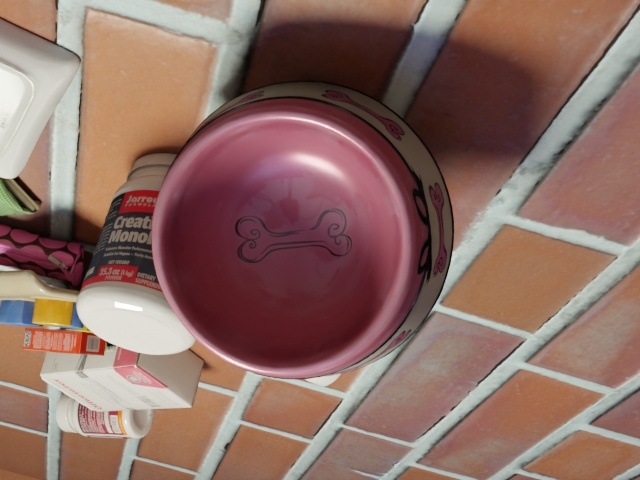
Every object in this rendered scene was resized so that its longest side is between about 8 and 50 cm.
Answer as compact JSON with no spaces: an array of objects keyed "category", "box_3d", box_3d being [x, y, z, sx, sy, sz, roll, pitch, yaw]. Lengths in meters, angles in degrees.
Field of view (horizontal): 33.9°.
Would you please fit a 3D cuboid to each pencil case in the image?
[{"category":"pencil case","box_3d":[-0.536,0.021,1.914,0.209,0.098,0.095,12,107,-2]}]

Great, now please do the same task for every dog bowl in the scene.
[{"category":"dog bowl","box_3d":[-0.036,-0.005,1.359,0.408,0.407,0.150,7,-172,10]}]

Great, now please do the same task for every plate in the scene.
[{"category":"plate","box_3d":[-0.519,-0.214,1.483,0.278,0.045,0.277,25,132,-21]}]

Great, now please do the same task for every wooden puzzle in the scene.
[{"category":"wooden puzzle","box_3d":[-0.469,0.134,1.967,0.348,0.080,0.322,20,165,-41]}]

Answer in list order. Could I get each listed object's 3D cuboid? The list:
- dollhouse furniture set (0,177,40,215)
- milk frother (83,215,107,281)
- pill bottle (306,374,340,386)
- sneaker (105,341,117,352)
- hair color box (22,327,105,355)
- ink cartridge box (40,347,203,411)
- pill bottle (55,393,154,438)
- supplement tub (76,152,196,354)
[{"category":"dollhouse furniture set","box_3d":[-0.637,-0.076,1.728,0.198,0.151,0.301,-1,148,22]},{"category":"milk frother","box_3d":[-0.313,0.035,1.808,0.143,0.134,0.129,-8,145,32]},{"category":"pill bottle","box_3d":[-0.087,0.154,1.898,0.278,0.162,0.162,27,147,-23]},{"category":"sneaker","box_3d":[-0.414,0.198,2.021,0.044,0.040,0.109,-8,178,-6]},{"category":"hair color box","box_3d":[-0.477,0.189,1.954,0.141,0.043,0.072,1,172,30]},{"category":"ink cartridge box","box_3d":[-0.433,0.279,2.286,0.283,0.117,0.207,-8,144,31]},{"category":"pill bottle","box_3d":[-0.527,0.420,2.560,0.221,0.121,0.121,-2,147,25]},{"category":"supplement tub","box_3d":[-0.250,0.022,1.623,0.191,0.272,0.191,9,150,5]}]
